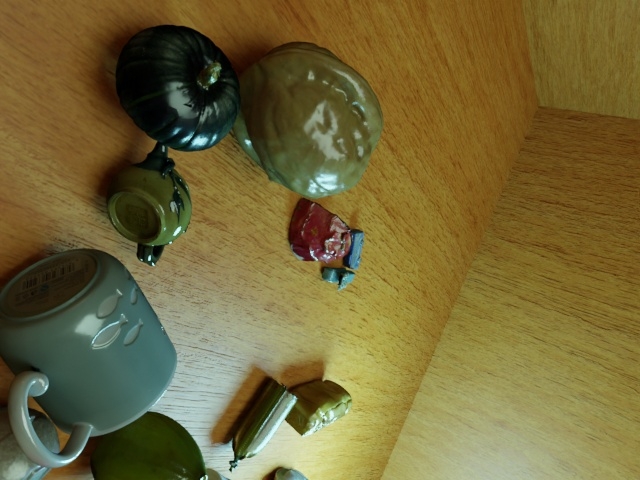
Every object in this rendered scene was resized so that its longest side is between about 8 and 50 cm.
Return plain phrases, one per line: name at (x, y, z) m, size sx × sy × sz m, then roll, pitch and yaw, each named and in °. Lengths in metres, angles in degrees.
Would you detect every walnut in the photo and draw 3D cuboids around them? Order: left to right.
walnut at (-0.030, -0.296, 1.232) m, size 0.384 × 0.384 × 0.383 m, roll -31°, pitch 131°, yaw -44°

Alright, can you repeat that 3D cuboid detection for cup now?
cup at (-0.444, 0.206, 0.891) m, size 0.356 × 0.259 × 0.274 m, roll -88°, pitch 167°, yaw -54°
cup at (-0.138, 1.023, 1.928) m, size 0.264 × 0.182 × 0.226 m, roll -63°, pitch 178°, yaw 2°

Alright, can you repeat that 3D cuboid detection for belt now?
belt at (0.082, 0.133, 1.810) m, size 0.179 × 0.100 × 0.065 m, roll 5°, pitch 107°, yaw -59°

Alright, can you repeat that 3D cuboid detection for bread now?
bread at (-0.009, 0.620, 1.870) m, size 0.294 × 0.167 × 0.132 m, roll 1°, pitch 106°, yaw -55°

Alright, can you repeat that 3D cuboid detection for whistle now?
whistle at (-0.623, 0.438, 0.937) m, size 0.348 × 0.189 × 0.189 m, roll -55°, pitch 151°, yaw 18°

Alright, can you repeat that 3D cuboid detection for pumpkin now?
pumpkin at (-0.264, -0.295, 0.958) m, size 0.250 × 0.216 × 0.249 m, roll 11°, pitch 75°, yaw -45°

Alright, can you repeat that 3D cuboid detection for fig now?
fig at (-0.396, 0.535, 1.176) m, size 0.239 × 0.271 × 0.239 m, roll 5°, pitch 90°, yaw -72°

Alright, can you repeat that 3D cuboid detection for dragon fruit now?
dragon fruit at (0.000, 0.000, 1.596) m, size 0.189 × 0.163 × 0.261 m, roll -35°, pitch 141°, yaw -2°

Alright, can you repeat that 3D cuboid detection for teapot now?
teapot at (-0.343, -0.077, 1.047) m, size 0.182 × 0.173 × 0.269 m, roll -66°, pitch 167°, yaw -56°

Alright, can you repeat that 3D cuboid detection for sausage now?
sausage at (-0.201, 0.612, 1.627) m, size 0.117 × 0.125 × 0.317 m, roll 40°, pitch 67°, yaw -13°

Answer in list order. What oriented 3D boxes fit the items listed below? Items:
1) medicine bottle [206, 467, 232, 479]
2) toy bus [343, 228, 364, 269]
medicine bottle at (-0.315, 0.827, 1.545) m, size 0.165 × 0.165 × 0.273 m, roll -51°, pitch 142°, yaw -27°
toy bus at (0.124, 0.034, 1.862) m, size 0.061 × 0.051 × 0.153 m, roll -6°, pitch 113°, yaw -41°
